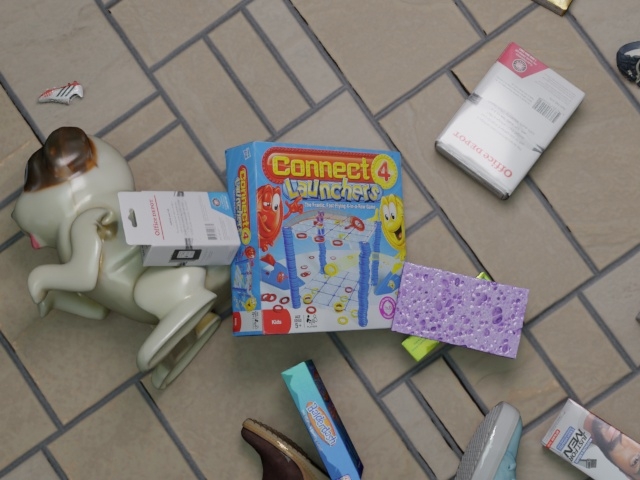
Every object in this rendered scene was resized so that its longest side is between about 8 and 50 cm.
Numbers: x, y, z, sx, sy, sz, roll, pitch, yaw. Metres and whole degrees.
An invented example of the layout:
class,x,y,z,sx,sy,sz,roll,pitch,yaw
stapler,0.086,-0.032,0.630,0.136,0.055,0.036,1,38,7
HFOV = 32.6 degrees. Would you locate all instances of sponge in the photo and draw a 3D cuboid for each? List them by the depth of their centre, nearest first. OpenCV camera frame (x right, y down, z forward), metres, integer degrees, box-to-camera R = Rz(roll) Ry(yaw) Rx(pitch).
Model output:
class,x,y,z,sx,sy,sz,roll,pitch,yaw
sponge,0.227,0.114,1.788,0.210,0.031,0.117,13,86,5

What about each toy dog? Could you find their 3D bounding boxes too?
class,x,y,z,sx,sy,sz,roll,pitch,yaw
toy dog,-0.327,-0.012,1.815,0.408,0.284,0.395,39,86,8

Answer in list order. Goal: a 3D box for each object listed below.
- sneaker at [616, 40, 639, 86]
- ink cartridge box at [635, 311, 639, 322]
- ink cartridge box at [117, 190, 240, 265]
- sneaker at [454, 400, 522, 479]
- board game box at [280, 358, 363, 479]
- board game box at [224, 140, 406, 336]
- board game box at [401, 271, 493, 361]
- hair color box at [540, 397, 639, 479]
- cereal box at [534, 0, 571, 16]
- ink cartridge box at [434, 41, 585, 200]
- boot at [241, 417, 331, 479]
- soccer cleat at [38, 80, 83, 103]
class,x,y,z,sx,sy,sz,roll,pitch,yaw
sneaker,0.642,-0.333,1.863,0.283,0.110,0.122,-3,68,2
ink cartridge box,0.680,0.170,1.746,0.307,0.223,0.129,38,90,6
ink cartridge box,-0.225,-0.019,1.685,0.180,0.060,0.104,0,55,-25
sneaker,0.292,0.452,1.813,0.150,0.135,0.366,17,96,-2
board game box,0.005,0.302,1.821,0.047,0.160,0.210,-27,85,2
board game box,0.000,0.000,1.793,0.308,0.086,0.302,0,85,-37
board game box,0.218,0.130,1.851,0.181,0.092,0.043,-41,84,0
hair color box,0.461,0.347,1.815,0.167,0.053,0.093,32,88,21
cereal box,0.364,-0.525,1.911,0.240,0.047,0.173,31,88,6
ink cartridge box,0.320,-0.200,1.869,0.158,0.092,0.218,38,88,6
boot,-0.085,0.447,1.851,0.248,0.090,0.207,40,87,3
soccer cleat,-0.467,-0.259,1.967,0.083,0.029,0.036,-19,80,-2
